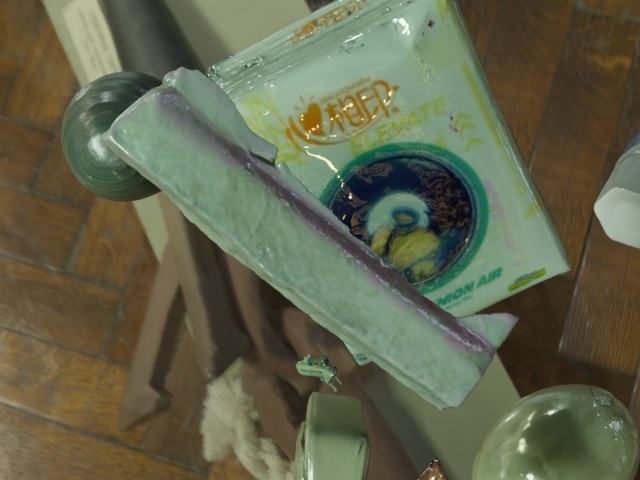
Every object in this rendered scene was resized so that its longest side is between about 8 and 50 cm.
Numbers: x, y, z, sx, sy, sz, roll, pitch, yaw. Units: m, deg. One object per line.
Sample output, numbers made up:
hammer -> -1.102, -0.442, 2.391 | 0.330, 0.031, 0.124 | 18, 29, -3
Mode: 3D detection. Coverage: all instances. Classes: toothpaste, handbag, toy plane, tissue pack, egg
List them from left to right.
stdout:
toy plane -> -0.003, 0.180, 1.587 | 0.083, 0.080, 0.033 | 12, 58, 47
handbag -> 0.003, 0.296, 1.279 | 0.079, 0.256, 0.219 | 8, 92, 0
tissue pack -> 0.083, -0.080, 1.288 | 0.287, 0.388, 0.162 | -26, 29, 7
egg -> 0.307, 0.297, 1.495 | 0.253, 0.186, 0.186 | -48, 67, 20
toothpaste -> 0.389, -0.130, 1.158 | 0.125, 0.080, 0.371 | 10, 43, 38

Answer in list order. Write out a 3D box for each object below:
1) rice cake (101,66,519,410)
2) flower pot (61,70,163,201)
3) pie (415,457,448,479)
rice cake -> -0.003, 0.001, 0.712 | 0.290, 0.051, 0.081 | 37, 89, -8
flower pot -> -0.289, -0.153, 1.675 | 0.157, 0.243, 0.189 | -19, 100, 12
pie -> 0.146, 0.330, 1.228 | 0.092, 0.034, 0.170 | -44, 75, 21
